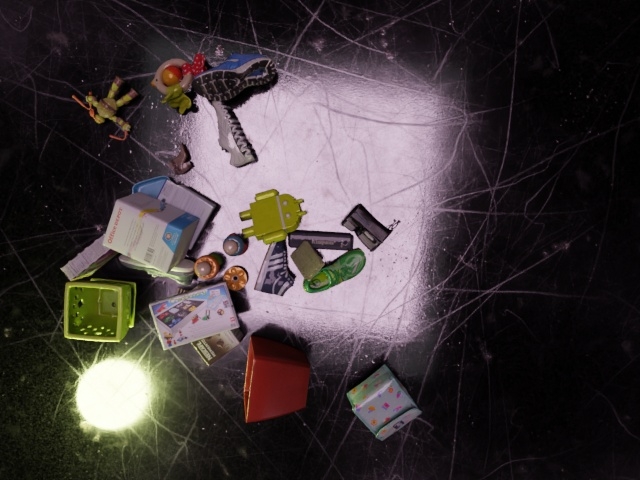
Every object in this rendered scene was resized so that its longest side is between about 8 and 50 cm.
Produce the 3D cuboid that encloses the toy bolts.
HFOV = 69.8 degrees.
[{"bbox_3d":[-0.380,0.093,1.878,0.218,0.158,0.228,36,94,-2],"label":"toy bolts"}]

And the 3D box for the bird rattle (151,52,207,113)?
[{"bbox_3d":[-0.570,-0.656,1.841,0.207,0.143,0.253,30,91,14],"label":"bird rattle"}]

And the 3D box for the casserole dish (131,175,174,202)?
[{"bbox_3d":[-0.692,-0.201,1.918,0.188,0.037,0.114,-15,95,2],"label":"casserole dish"}]

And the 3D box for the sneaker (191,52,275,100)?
[{"bbox_3d":[-0.351,-0.660,1.829,0.330,0.147,0.130,-21,137,-13],"label":"sneaker"}]

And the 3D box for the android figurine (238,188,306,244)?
[{"bbox_3d":[-0.193,-0.099,1.867,0.273,0.056,0.248,-15,61,4],"label":"android figurine"}]

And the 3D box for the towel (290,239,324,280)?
[{"bbox_3d":[-0.055,0.082,1.873,0.110,0.027,0.148,-46,62,13],"label":"towel"}]

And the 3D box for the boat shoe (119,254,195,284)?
[{"bbox_3d":[-0.680,0.120,1.906,0.319,0.116,0.099,9,115,2],"label":"boat shoe"}]

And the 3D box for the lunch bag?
[{"bbox_3d":[0.276,0.699,1.926,0.223,0.160,0.262,-36,105,0],"label":"lunch bag"}]

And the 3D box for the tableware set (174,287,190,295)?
[{"bbox_3d":[-0.548,0.270,1.844,0.104,0.024,0.154,19,92,-9],"label":"tableware set"}]

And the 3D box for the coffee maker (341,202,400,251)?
[{"bbox_3d":[0.201,-0.070,1.895,0.178,0.120,0.171,44,70,-4],"label":"coffee maker"}]

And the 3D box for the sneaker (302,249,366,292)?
[{"bbox_3d":[0.064,0.142,1.896,0.295,0.123,0.109,-31,93,2],"label":"sneaker"}]

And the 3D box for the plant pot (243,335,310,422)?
[{"bbox_3d":[-0.178,0.561,1.876,0.236,0.267,0.267,6,95,-11],"label":"plant pot"}]

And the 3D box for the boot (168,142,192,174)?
[{"bbox_3d":[-0.589,-0.335,1.905,0.087,0.042,0.118,-20,94,4],"label":"boot"}]

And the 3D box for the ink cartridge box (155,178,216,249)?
[{"bbox_3d":[-0.580,-0.110,1.901,0.224,0.045,0.223,32,106,-4],"label":"ink cartridge box"}]

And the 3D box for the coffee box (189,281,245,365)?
[{"bbox_3d":[-0.477,0.346,1.919,0.168,0.119,0.297,-35,93,2],"label":"coffee box"}]

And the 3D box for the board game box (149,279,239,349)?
[{"bbox_3d":[-0.494,0.293,1.813,0.305,0.053,0.193,-16,97,-6],"label":"board game box"}]

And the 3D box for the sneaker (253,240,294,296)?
[{"bbox_3d":[-0.161,0.096,1.909,0.153,0.099,0.282,20,93,-4],"label":"sneaker"}]

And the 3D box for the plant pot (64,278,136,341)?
[{"bbox_3d":[-0.880,0.270,1.872,0.227,0.207,0.228,5,94,0],"label":"plant pot"}]

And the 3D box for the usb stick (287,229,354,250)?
[{"bbox_3d":[0.000,0.000,1.924,0.278,0.045,0.077,3,94,0],"label":"usb stick"}]

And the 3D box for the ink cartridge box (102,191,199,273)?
[{"bbox_3d":[-0.660,-0.037,1.800,0.270,0.197,0.198,25,107,-2],"label":"ink cartridge box"}]

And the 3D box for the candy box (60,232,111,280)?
[{"bbox_3d":[-0.915,0.061,1.880,0.233,0.159,0.071,-37,93,4],"label":"candy box"}]

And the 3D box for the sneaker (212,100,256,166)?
[{"bbox_3d":[-0.376,-0.438,1.868,0.118,0.110,0.292,-26,94,11],"label":"sneaker"}]

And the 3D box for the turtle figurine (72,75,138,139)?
[{"bbox_3d":[-0.863,-0.560,1.864,0.269,0.087,0.217,41,94,-3],"label":"turtle figurine"}]
